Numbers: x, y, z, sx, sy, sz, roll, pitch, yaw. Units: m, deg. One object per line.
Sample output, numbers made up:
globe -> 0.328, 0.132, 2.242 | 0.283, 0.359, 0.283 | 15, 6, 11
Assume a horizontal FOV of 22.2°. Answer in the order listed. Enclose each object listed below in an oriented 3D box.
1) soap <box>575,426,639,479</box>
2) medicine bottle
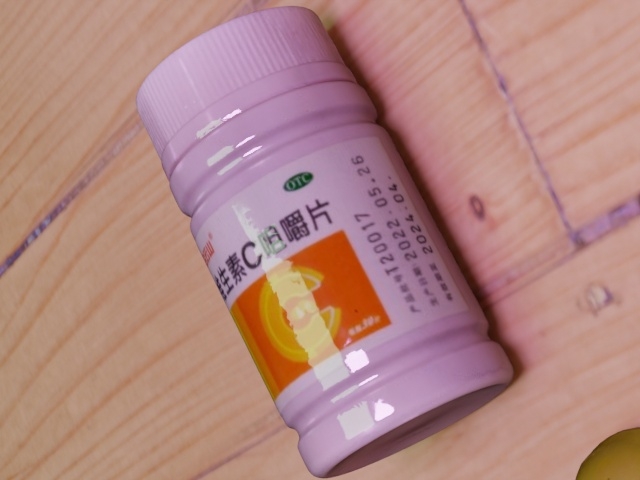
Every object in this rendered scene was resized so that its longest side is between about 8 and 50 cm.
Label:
soap -> 0.180, 0.166, 0.842 | 0.089, 0.045, 0.140 | -41, 71, 48
medicine bottle -> 0.000, 0.000, 0.943 | 0.133, 0.133, 0.249 | -44, 67, 51
